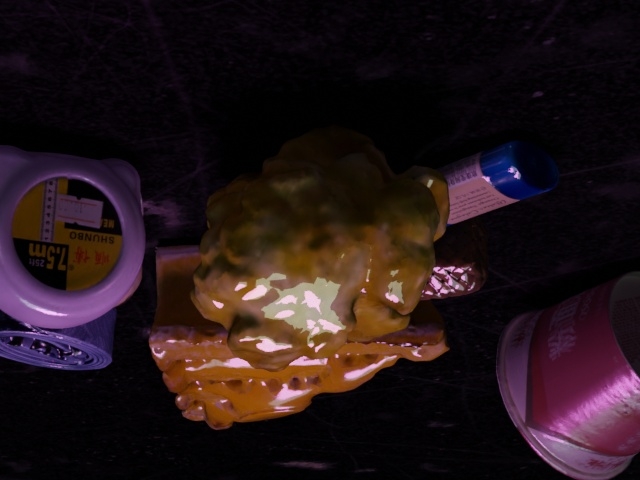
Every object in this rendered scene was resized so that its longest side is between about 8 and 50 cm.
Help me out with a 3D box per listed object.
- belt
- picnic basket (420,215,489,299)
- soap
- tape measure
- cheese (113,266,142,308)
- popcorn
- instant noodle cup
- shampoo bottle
[{"bbox_3d":[-0.336,0.102,1.962,0.141,0.082,0.190,-12,156,34],"label":"belt"},{"bbox_3d":[0.083,0.012,1.728,0.193,0.110,0.055,-7,140,14],"label":"picnic basket"},{"bbox_3d":[-0.015,0.121,1.906,0.338,0.169,0.304,-1,158,5],"label":"soap"},{"bbox_3d":[-0.271,-0.002,1.585,0.196,0.178,0.105,12,166,-25],"label":"tape measure"},{"bbox_3d":[-0.330,0.008,1.736,0.163,0.082,0.286,-19,150,36],"label":"cheese"},{"bbox_3d":[0.000,0.000,1.570,0.241,0.235,0.250,6,-163,-3],"label":"popcorn"},{"bbox_3d":[0.356,0.153,1.942,0.235,0.235,0.178,14,144,-32],"label":"instant noodle cup"},{"bbox_3d":[0.147,-0.052,1.636,0.183,0.050,0.087,-20,154,39],"label":"shampoo bottle"}]
